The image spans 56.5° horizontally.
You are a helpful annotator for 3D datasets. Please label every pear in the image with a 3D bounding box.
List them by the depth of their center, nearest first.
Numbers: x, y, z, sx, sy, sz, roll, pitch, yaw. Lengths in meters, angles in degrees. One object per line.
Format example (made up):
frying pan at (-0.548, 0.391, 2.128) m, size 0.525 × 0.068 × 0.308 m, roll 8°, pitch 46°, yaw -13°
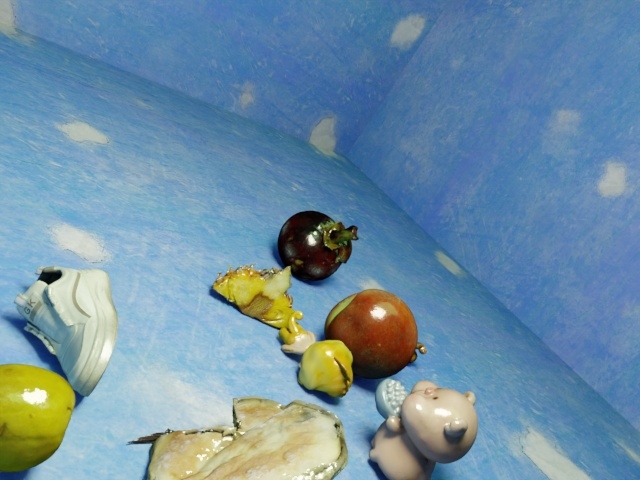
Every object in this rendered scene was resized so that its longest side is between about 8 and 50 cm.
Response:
pear at (-0.425, 0.242, 0.814) m, size 0.162 × 0.149 × 0.149 m, roll 10°, pitch 30°, yaw -31°

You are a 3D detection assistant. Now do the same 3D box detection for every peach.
peach at (0.136, 0.251, 1.587) m, size 0.252 × 0.252 × 0.252 m, roll 31°, pitch 19°, yaw -12°

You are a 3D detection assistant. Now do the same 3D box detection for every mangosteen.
mangosteen at (0.000, 0.000, 1.900) m, size 0.231 × 0.289 × 0.231 m, roll 25°, pitch 50°, yaw -34°

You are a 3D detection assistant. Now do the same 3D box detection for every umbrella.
umbrella at (-0.281, 0.338, 1.031) m, size 0.122 × 0.013 × 0.022 m, roll 15°, pitch 49°, yaw -48°

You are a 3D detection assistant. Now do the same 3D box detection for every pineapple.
pineapple at (-0.151, 0.109, 1.583) m, size 0.250 × 0.164 × 0.140 m, roll 25°, pitch 13°, yaw -17°

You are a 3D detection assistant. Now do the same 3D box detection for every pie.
pie at (-0.112, 0.354, 0.978) m, size 0.337 × 0.075 × 0.337 m, roll -4°, pitch 15°, yaw 1°

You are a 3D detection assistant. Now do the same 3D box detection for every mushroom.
mushroom at (0.273, 0.342, 1.837) m, size 0.088 × 0.073 × 0.129 m, roll 43°, pitch -19°, yaw -19°

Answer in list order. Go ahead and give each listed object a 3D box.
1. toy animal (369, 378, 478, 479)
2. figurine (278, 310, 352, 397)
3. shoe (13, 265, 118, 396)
toy animal at (0.225, 0.433, 1.318) m, size 0.229 × 0.221 × 0.210 m, roll 8°, pitch 6°, yaw 14°
figurine at (-0.009, 0.282, 1.460) m, size 0.156 × 0.131 × 0.246 m, roll -30°, pitch 47°, yaw -30°
shoe at (-0.461, 0.137, 1.060) m, size 0.159 × 0.124 × 0.316 m, roll 24°, pitch 16°, yaw -30°
